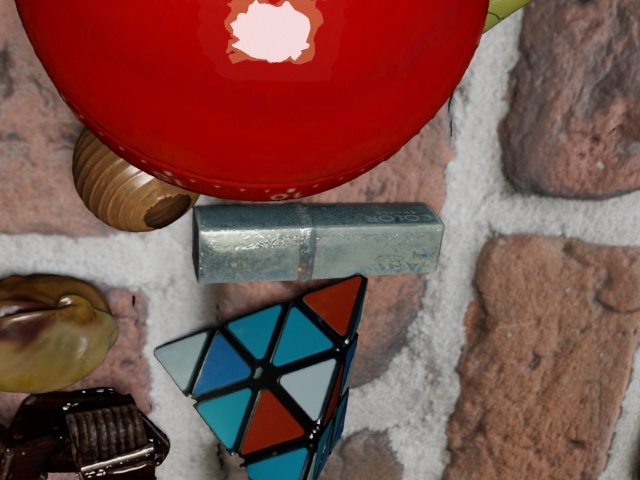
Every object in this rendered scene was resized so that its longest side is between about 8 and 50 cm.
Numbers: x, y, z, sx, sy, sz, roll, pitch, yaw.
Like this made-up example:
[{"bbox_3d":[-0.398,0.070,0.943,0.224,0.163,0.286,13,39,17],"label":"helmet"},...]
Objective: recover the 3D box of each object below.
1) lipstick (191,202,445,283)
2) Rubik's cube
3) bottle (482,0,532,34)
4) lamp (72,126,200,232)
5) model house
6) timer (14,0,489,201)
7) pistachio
[{"bbox_3d":[0.000,0.000,0.859,0.289,0.077,0.076,-3,116,-14],"label":"lipstick"},{"bbox_3d":[-0.082,0.133,0.871,0.234,0.284,0.250,15,102,11],"label":"Rubik's cube"},{"bbox_3d":[0.159,-0.254,0.792,0.269,0.083,0.083,-21,116,-4],"label":"bottle"},{"bbox_3d":[-0.182,-0.075,0.751,0.136,0.136,0.136,-5,113,-13],"label":"lamp"},{"bbox_3d":[-0.278,0.247,0.844,0.203,0.164,0.141,-7,108,-10],"label":"model house"},{"bbox_3d":[-0.051,-0.223,0.600,0.378,0.279,0.378,2,77,-8],"label":"timer"},{"bbox_3d":[-0.324,0.099,0.796,0.210,0.131,0.165,-8,154,-12],"label":"pistachio"}]
